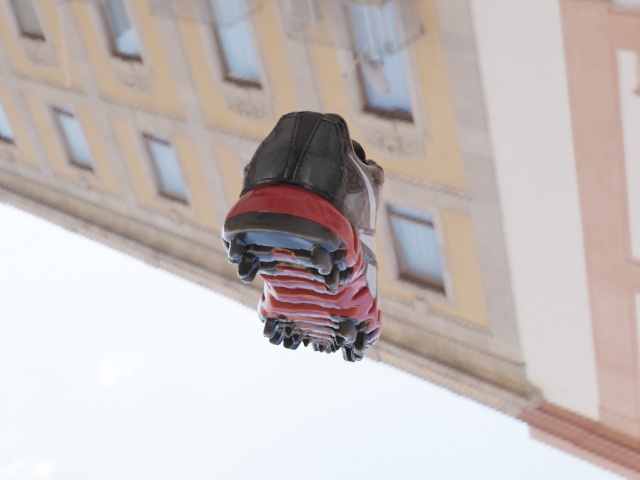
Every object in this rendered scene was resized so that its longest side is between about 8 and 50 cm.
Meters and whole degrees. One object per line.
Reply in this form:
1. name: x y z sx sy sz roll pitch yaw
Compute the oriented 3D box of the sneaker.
1. sneaker: 0.000 0.000 0.817 0.097 0.276 0.135 7 -113 11
